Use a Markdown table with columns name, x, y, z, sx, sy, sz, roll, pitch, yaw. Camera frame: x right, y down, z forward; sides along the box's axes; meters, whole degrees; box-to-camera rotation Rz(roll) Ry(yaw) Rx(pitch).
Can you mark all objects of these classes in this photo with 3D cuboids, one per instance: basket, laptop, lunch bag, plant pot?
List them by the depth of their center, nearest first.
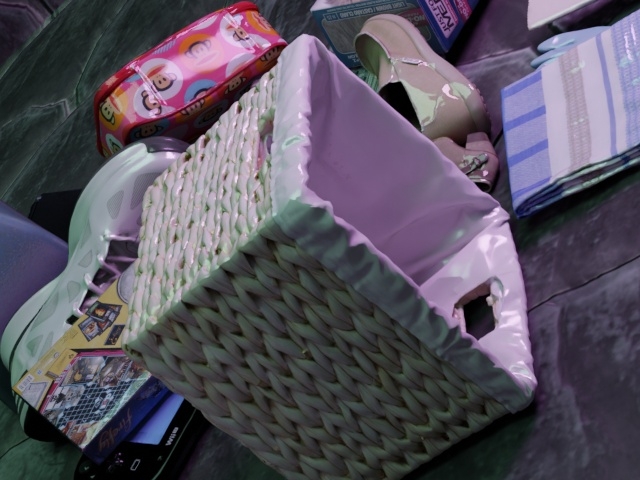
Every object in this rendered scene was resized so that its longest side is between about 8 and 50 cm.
| name | x | y | z | sx | sy | sz | roll | pitch | yaw |
| --- | --- | --- | --- | --- | --- | --- | --- | --- | --- |
| basket | 0.004 | 0.036 | 1.603 | 0.266 | 0.331 | 0.328 | -38 | 26 | 23 |
| lunch bag | -0.185 | -0.196 | 2.343 | 0.293 | 0.120 | 0.258 | -32 | -19 | -19 |
| plant pot | -0.497 | 0.055 | 2.360 | 0.247 | 0.252 | 0.248 | 29 | 76 | 43 |
| laptop | -0.442 | 0.044 | 2.649 | 0.234 | 0.137 | 0.264 | -80 | 15 | -50 |

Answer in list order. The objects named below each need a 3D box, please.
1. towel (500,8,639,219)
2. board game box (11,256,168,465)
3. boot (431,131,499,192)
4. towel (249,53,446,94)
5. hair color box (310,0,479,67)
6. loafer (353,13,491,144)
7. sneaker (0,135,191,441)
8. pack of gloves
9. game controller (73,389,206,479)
| name | x | y | z | sx | sy | sz | roll | pitch | yaw |
| --- | --- | --- | --- | --- | --- | --- | --- | --- | --- |
| towel | 0.312 | -0.156 | 1.698 | 0.285 | 0.034 | 0.209 | -28 | 41 | 29 |
| board game box | -0.245 | 0.141 | 1.983 | 0.243 | 0.042 | 0.165 | -47 | 47 | -12 |
| boot | 0.152 | -0.079 | 1.858 | 0.118 | 0.042 | 0.087 | -21 | 44 | 28 |
| towel | -0.012 | -0.129 | 2.103 | 0.312 | 0.056 | 0.324 | -7 | 45 | 32 |
| hair color box | 0.147 | -0.387 | 2.177 | 0.174 | 0.105 | 0.347 | -5 | 41 | 39 |
| loafer | 0.105 | -0.194 | 1.971 | 0.092 | 0.102 | 0.268 | -30 | 39 | -12 |
| sneaker | -0.271 | 0.092 | 2.142 | 0.447 | 0.169 | 0.257 | -55 | 31 | 22 |
| pack of gloves | 0.350 | -0.261 | 1.850 | 0.232 | 0.046 | 0.195 | -20 | 36 | 26 |
| game controller | -0.183 | 0.183 | 1.981 | 0.166 | 0.067 | 0.319 | -12 | 43 | 51 |
